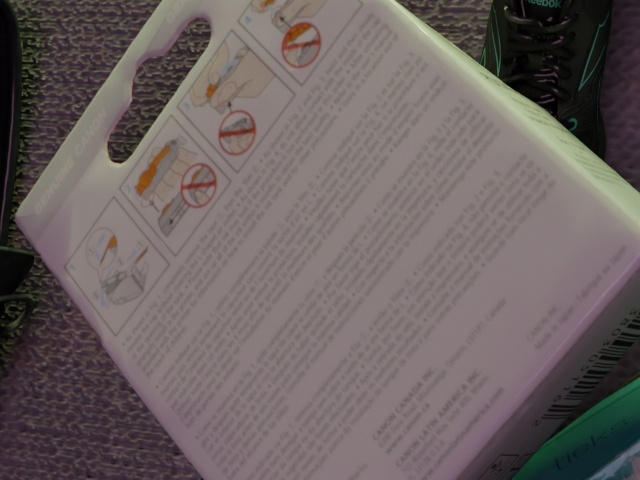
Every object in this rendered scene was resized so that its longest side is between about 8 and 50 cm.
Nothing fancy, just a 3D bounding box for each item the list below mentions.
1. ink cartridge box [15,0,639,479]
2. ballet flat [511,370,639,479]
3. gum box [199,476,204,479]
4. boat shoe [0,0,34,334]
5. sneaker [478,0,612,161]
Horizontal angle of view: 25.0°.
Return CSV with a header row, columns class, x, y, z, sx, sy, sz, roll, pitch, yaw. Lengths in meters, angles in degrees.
class,x,y,z,sx,sy,sz,roll,pitch,yaw
ink cartridge box,0.000,0.000,0.929,0.308,0.091,0.385,-52,59,17
ballet flat,0.284,0.082,0.845,0.409,0.147,0.147,-42,72,21
gum box,0.027,0.127,0.978,0.184,0.041,0.157,19,91,20
boat shoe,-0.301,0.035,1.035,0.156,0.187,0.500,-3,78,25
sneaker,0.138,-0.125,0.933,0.101,0.106,0.267,8,88,19
